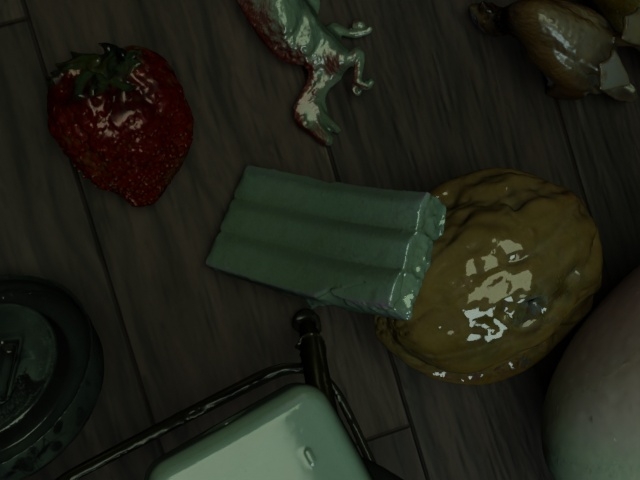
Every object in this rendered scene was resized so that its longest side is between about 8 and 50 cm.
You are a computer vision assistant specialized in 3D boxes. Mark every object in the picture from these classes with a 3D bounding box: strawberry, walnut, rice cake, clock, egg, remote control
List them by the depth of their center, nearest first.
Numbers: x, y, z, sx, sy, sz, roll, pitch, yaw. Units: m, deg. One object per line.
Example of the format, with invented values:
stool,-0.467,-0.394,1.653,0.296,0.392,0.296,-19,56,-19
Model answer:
remote control,0.008,0.248,0.841,0.140,0.056,0.296,-29,95,-11
clock,-0.298,0.127,1.141,0.215,0.042,0.215,-9,50,11
egg,0.376,0.157,1.191,0.339,0.354,0.355,-9,91,0
rice cake,0.000,0.000,1.199,0.043,0.237,0.127,29,78,-51
strawberry,-0.186,-0.114,1.205,0.131,0.131,0.148,-38,136,-9
walnut,0.160,0.033,1.224,0.245,0.198,0.198,-31,95,-3

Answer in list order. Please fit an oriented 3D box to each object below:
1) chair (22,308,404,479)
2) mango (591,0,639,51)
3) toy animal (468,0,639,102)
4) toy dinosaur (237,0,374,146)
chair,-0.052,0.298,1.065,0.362,0.410,0.365,-25,93,-11
mango,0.383,-0.273,1.299,0.316,0.146,0.193,33,75,-2
toy animal,0.247,-0.192,1.294,0.188,0.179,0.089,33,80,-46
toy dinosaur,-0.042,-0.227,1.257,0.242,0.053,0.167,34,90,-17
